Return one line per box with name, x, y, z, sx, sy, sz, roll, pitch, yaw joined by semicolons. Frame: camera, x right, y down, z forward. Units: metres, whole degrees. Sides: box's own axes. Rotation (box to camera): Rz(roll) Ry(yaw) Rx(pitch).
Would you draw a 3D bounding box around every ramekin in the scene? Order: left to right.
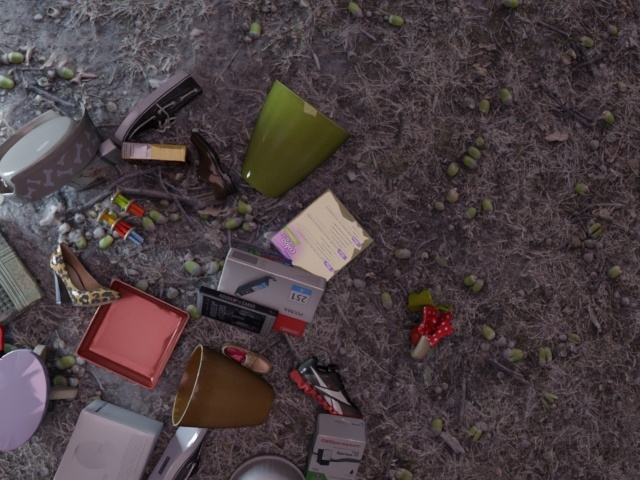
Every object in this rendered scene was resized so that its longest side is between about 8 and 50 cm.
ramekin;-0.162;0.802;1.673;0.272;0.127;0.273;0;88;-5

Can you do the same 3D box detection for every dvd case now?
dvd case;-0.254;0.216;1.665;0.238;0.179;0.030;18;59;-4

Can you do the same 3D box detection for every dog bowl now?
dog bowl;-0.782;-0.245;1.569;0.348;0.349;0.102;-37;130;-5

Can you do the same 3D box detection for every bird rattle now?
bird rattle;0.335;0.273;1.688;0.143;0.253;0.207;17;111;-4

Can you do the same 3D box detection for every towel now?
towel;-1.042;0.129;1.664;0.312;0.056;0.324;-34;89;-8

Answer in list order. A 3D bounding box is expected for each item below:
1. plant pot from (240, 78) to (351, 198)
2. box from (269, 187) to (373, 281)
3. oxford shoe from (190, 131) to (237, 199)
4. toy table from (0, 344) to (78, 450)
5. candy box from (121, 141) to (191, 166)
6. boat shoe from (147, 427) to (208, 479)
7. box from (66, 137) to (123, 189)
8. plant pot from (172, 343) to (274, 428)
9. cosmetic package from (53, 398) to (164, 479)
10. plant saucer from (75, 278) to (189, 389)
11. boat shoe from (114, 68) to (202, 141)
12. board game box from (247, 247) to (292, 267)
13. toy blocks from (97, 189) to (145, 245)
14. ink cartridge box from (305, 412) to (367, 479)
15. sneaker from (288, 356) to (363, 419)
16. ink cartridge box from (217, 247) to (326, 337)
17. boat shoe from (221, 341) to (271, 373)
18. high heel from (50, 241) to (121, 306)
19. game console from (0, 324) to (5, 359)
plant pot;-0.104;-0.281;1.666;0.274;0.275;0.293;36;101;-3
box;0.000;0.000;1.720;0.243;0.117;0.213;-41;92;-6
oxford shoe;-0.353;-0.230;1.715;0.096;0.083;0.227;-29;90;-1
toy table;-0.859;0.445;1.607;0.252;0.161;0.274;20;86;-4
candy box;-0.497;-0.260;1.689;0.186;0.109;0.053;3;88;-4
boat shoe;-0.415;0.671;1.674;0.102;0.108;0.301;43;70;-34
box;-0.677;-0.226;1.653;0.186;0.145;0.038;-35;91;-6
plant pot;-0.278;0.459;1.645;0.254;0.237;0.237;22;86;-20
cosmetic package;-0.617;0.624;1.633;0.224;0.138;0.224;22;86;-3
plant saucer;-0.569;0.285;1.695;0.259;0.048;0.258;26;86;-4
boat shoe;-0.486;-0.389;1.684;0.105;0.113;0.306;45;63;-11
board game box;-0.174;0.127;1.682;0.136;0.035;0.201;15;125;-3
toy blocks;-0.588;-0.066;1.701;0.148;0.054;0.123;35;86;-3
ink cartridge box;0.045;0.635;1.672;0.153;0.087;0.208;9;119;-4
sneaker;0.038;0.465;1.716;0.276;0.097;0.135;40;88;-1
ink cartridge box;-0.161;0.179;1.654;0.296;0.066;0.261;18;123;-4
boat shoe;-0.231;0.371;1.715;0.170;0.059;0.063;25;86;-4
high heel;-0.694;0.097;1.630;0.261;0.093;0.186;-1;93;24
game console;-1.010;0.321;1.633;0.144;0.124;0.085;-2;50;-21
